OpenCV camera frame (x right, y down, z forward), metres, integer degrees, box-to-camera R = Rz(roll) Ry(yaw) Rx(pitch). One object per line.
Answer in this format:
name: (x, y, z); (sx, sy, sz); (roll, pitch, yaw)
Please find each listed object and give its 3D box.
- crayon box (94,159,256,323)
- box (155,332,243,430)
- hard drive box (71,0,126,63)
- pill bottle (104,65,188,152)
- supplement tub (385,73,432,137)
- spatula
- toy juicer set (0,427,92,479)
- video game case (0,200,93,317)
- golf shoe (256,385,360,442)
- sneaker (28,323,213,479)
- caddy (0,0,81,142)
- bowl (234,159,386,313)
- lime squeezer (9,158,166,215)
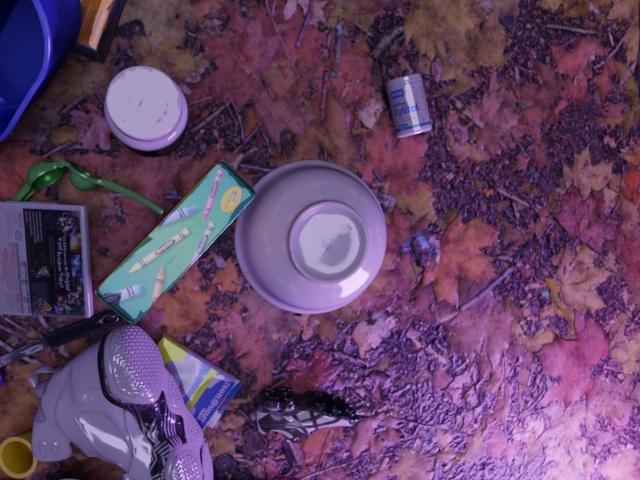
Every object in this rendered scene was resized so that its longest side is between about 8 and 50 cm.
crayon box: (-0.235, -0.004, 0.911); (0.081, 0.165, 0.278); (44, 83, -13)
box: (-0.240, 0.261, 0.995); (0.178, 0.042, 0.109); (36, 86, -13)
hard drive box: (-0.433, -0.417, 0.867); (0.232, 0.089, 0.181); (19, 89, -14)
pill bottle: (-0.268, -0.197, 0.858); (0.121, 0.221, 0.121); (-1, 95, -14)
supplement tub: (0.167, -0.254, 1.042); (0.070, 0.071, 0.107); (-17, 98, -12)
spatula: (-0.486, 0.182, 0.932); (0.296, 0.030, 0.084); (-22, 97, -11)
toy juicer set: (-0.418, 0.478, 0.900); (0.329, 0.089, 0.209); (35, 97, 2)
video game case: (-0.463, 0.032, 0.897); (0.173, 0.022, 0.191); (3, 103, 0)
golf shoe: (-0.026, 0.338, 1.047); (0.198, 0.077, 0.094); (12, 102, -8)
sneaker: (-0.326, 0.331, 0.909); (0.210, 0.137, 0.366); (-20, 100, 8)
caddy: (-0.492, -0.277, 0.746); (0.241, 0.179, 0.341); (37, 123, -22)
bowl: (0.000, 0.000, 0.989); (0.297, 0.134, 0.298); (-1, 96, -14)
lime squeezer: (-0.412, -0.081, 0.897); (0.310, 0.059, 0.110); (-6, 73, 1)
